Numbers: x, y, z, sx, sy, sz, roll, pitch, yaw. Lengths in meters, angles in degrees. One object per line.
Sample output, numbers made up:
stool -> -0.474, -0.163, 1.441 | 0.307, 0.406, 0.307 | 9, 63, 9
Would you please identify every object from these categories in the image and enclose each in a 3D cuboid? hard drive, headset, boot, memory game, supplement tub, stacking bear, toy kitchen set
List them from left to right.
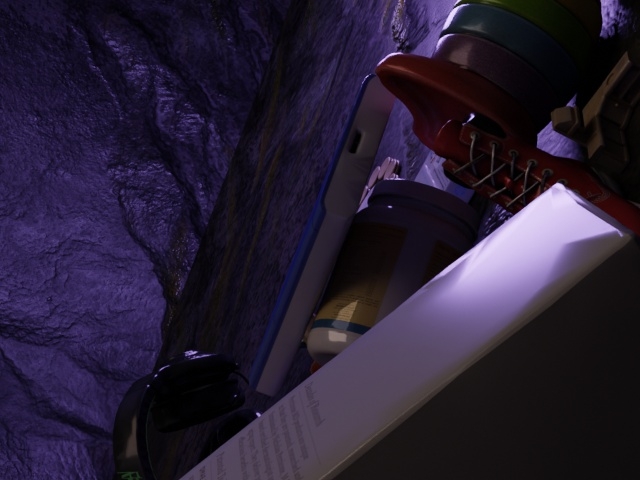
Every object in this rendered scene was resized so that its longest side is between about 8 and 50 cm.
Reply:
headset -> -0.112, 0.233, 1.767 | 0.185, 0.243, 0.394 | -27, 15, 32
hard drive -> 0.000, 0.000, 1.465 | 0.318, 0.040, 0.210 | 112, 178, -48
memory game -> 0.069, -0.037, 1.948 | 0.186, 0.012, 0.186 | -61, 13, 23
supplement tub -> 0.082, 0.050, 1.421 | 0.199, 0.144, 0.144 | -69, 13, -17
stacking bear -> 0.214, -0.230, 1.384 | 0.164, 0.175, 0.289 | 23, 74, 35
boot -> 0.178, -0.031, 1.101 | 0.088, 0.176, 0.244 | -61, 15, 14
toy kitchen set -> 0.254, -0.121, 1.200 | 0.075, 0.068, 0.083 | -57, 15, 35

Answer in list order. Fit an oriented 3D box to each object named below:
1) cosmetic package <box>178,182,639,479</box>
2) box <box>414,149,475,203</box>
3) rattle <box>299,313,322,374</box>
cosmetic package -> 0.068, 0.172, 0.776 | 0.385, 0.217, 0.156 | -37, 14, 1
box -> 0.146, -0.064, 1.617 | 0.186, 0.038, 0.145 | -61, 12, 16
rattle -> 0.034, 0.108, 1.700 | 0.143, 0.130, 0.199 | -57, -16, -8
